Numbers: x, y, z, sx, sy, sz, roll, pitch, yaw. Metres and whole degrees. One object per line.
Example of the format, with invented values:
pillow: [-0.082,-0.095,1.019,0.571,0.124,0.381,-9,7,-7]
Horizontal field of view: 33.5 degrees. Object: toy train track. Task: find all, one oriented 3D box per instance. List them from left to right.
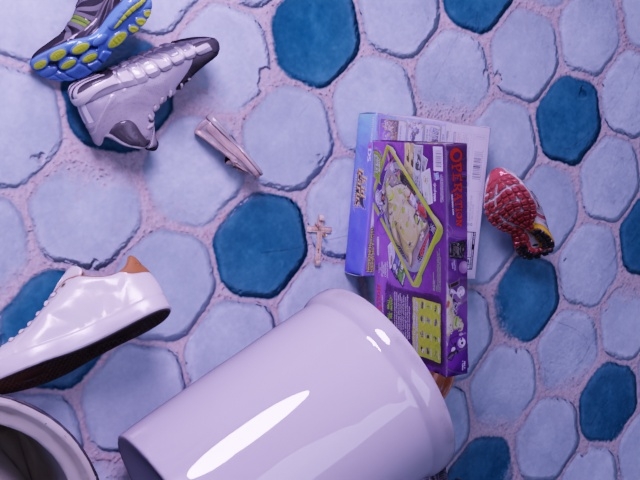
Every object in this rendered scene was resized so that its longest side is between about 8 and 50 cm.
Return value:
toy train track: [0.000,0.000,1.731,0.048,0.014,0.083,2,95,-33]

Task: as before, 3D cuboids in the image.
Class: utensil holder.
utensil holder: [-0.054,0.302,1.553,0.385,0.327,0.328,-31,111,-23]

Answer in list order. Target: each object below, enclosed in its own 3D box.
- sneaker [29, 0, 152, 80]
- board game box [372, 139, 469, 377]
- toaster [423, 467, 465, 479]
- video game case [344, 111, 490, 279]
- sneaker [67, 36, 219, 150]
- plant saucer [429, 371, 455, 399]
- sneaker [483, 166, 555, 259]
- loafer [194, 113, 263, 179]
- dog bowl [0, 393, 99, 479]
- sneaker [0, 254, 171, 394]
sneaker: [-0.318,-0.289,1.464,0.188,0.078,0.067,-40,145,-7]
board game box: [0.151,0.020,1.644,0.056,0.208,0.347,-6,99,-32]
toaster: [0.111,0.415,1.773,0.227,0.146,0.129,-21,107,-29]
video game case: [0.165,-0.071,1.801,0.244,0.061,0.270,3,94,-34]
sneaker: [-0.236,-0.201,1.522,0.228,0.086,0.132,-25,114,-18]
plant saucer: [0.151,0.212,1.841,0.200,0.037,0.200,-4,97,-33]
sneaker: [0.344,-0.058,1.890,0.225,0.088,0.093,52,24,-46]
loafer: [-0.140,-0.135,1.612,0.039,0.045,0.125,-43,111,-3]
dog bowl: [-0.495,0.376,1.369,0.408,0.150,0.408,-5,100,-31]
sneaker: [-0.363,0.114,1.481,0.290,0.106,0.123,-25,74,-19]
